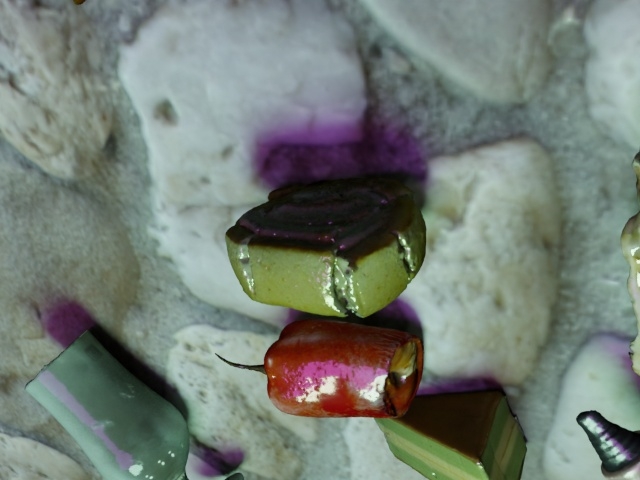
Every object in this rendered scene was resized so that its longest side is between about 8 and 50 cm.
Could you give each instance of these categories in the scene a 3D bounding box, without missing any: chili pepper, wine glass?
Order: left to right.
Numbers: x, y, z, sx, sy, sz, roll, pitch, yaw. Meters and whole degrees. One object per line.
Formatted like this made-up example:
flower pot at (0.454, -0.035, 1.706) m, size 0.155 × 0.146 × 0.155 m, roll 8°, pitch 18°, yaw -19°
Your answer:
wine glass at (-0.195, 0.202, 0.891) m, size 0.231 × 0.103 × 0.103 m, roll 47°, pitch 130°, yaw -4°
chili pepper at (-0.008, 0.111, 0.747) m, size 0.192 × 0.084 × 0.086 m, roll 3°, pitch 90°, yaw 22°

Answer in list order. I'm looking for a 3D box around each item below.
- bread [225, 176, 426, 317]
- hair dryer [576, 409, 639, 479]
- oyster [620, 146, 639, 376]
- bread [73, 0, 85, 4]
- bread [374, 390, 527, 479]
bread at (0.000, 0.000, 0.640) m, size 0.156 × 0.117 × 0.064 m, roll 1°, pitch 124°, yaw 26°
hair dryer at (0.310, 0.247, 0.662) m, size 0.344 × 0.107 × 0.189 m, roll 44°, pitch 132°, yaw -6°
oyster at (0.302, 0.038, 0.539) m, size 0.201 × 0.107 × 0.354 m, roll 19°, pitch 144°, yaw 40°
bread at (-0.120, -0.319, 0.436) m, size 0.370 × 0.191 × 0.314 m, roll -29°, pitch 105°, yaw 37°
bread at (0.097, 0.187, 0.744) m, size 0.139 × 0.084 × 0.074 m, roll -10°, pitch 118°, yaw 32°
